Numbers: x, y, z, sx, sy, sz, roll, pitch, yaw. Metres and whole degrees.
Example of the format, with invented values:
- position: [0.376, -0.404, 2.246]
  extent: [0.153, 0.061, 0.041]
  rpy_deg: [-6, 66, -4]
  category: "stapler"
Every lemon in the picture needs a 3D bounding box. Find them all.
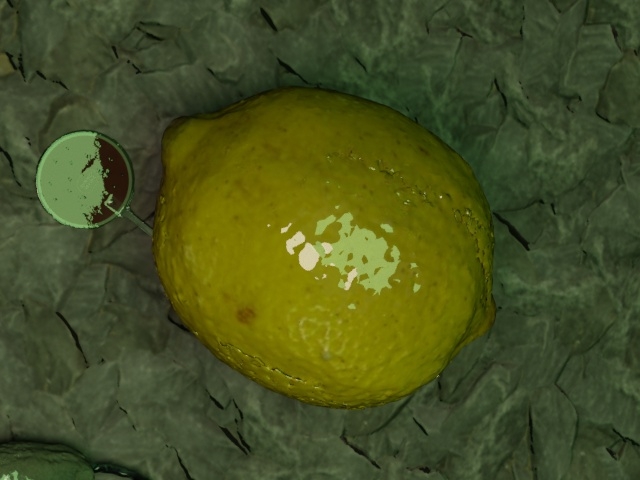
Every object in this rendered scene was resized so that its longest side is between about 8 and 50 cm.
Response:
- position: [0.000, 0.000, 1.176]
  extent: [0.310, 0.258, 0.257]
  rpy_deg: [31, 84, -13]
  category: "lemon"

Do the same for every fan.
- position: [-0.182, -0.037, 1.232]
  extent: [0.133, 0.005, 0.085]
  rpy_deg: [40, 80, -20]
  category: "fan"

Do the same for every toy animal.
- position: [-0.214, 0.212, 1.222]
  extent: [0.253, 0.070, 0.079]
  rpy_deg: [12, 127, -34]
  category: "toy animal"
